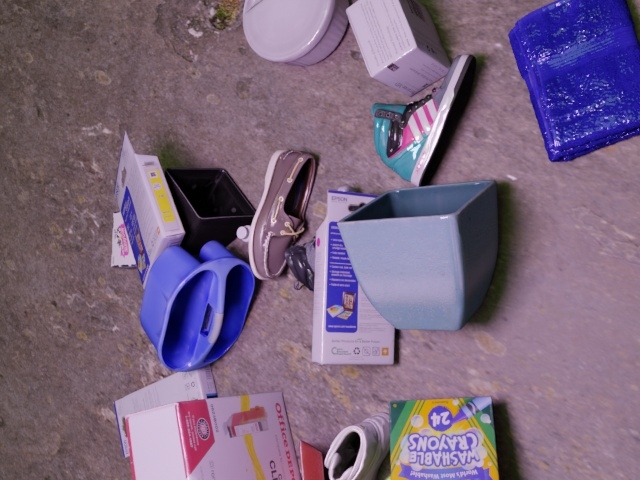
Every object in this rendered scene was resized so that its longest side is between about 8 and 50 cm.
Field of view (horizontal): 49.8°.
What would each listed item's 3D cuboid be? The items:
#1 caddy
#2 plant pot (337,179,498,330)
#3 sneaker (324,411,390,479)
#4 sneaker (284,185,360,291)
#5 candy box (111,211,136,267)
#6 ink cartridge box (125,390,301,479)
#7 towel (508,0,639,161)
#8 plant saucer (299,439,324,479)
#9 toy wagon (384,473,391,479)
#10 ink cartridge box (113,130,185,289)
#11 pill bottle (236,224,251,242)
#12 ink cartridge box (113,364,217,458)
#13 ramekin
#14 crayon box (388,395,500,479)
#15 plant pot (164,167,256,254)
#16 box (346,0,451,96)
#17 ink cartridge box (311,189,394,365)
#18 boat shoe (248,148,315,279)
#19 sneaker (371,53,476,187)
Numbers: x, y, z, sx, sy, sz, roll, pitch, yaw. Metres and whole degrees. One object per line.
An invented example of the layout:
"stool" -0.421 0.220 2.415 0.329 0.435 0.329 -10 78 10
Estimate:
"caddy" -0.294 0.165 1.680 0.179 0.241 0.341 41 125 36
"plant pot" 0.215 0.040 1.375 0.247 0.248 0.252 -2 107 33
"sneaker" 0.050 0.508 1.467 0.108 0.169 0.293 25 100 32
"sneaker" 0.000 0.000 1.603 0.153 0.101 0.269 9 91 32
"candy box" -0.502 -0.005 1.960 0.196 0.070 0.165 -5 81 33
"ink cartridge box" -0.219 0.492 1.521 0.160 0.384 0.279 -22 72 27
"towel" 0.502 -0.327 1.326 0.227 0.076 0.308 -22 72 31
"plant saucer" -0.012 0.561 1.477 0.047 0.258 0.259 -5 73 -4
"toy wagon" 0.155 0.645 1.388 0.344 0.068 0.267 -44 74 8
"ink cartridge box" -0.447 -0.073 1.768 0.304 0.072 0.307 -53 52 55
"pill bottle" -0.172 -0.015 1.732 0.043 0.083 0.044 -5 81 33
"ink cartridge box" -0.413 0.459 1.846 0.332 0.065 0.166 -26 71 27
"ramekin" -0.051 -0.557 1.695 0.272 0.127 0.273 -4 82 34
"crayon box" 0.239 0.467 1.307 0.203 0.083 0.323 -6 61 14
"plant pot" -0.310 -0.064 1.783 0.188 0.187 0.167 51 125 28
"box" 0.172 -0.434 1.497 0.119 0.181 0.182 -28 70 31
"ink cartridge box" 0.076 0.084 1.497 0.069 0.175 0.371 174 100 -66
"boat shoe" -0.087 -0.060 1.666 0.096 0.116 0.325 8 83 37
"sneaker" 0.206 -0.282 1.493 0.178 0.123 0.296 27 101 21
